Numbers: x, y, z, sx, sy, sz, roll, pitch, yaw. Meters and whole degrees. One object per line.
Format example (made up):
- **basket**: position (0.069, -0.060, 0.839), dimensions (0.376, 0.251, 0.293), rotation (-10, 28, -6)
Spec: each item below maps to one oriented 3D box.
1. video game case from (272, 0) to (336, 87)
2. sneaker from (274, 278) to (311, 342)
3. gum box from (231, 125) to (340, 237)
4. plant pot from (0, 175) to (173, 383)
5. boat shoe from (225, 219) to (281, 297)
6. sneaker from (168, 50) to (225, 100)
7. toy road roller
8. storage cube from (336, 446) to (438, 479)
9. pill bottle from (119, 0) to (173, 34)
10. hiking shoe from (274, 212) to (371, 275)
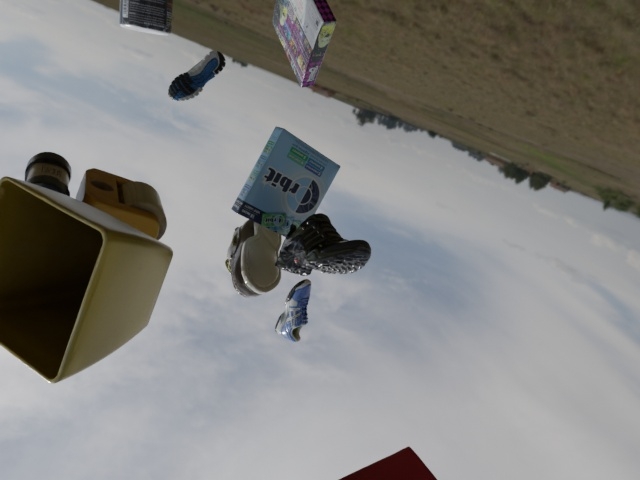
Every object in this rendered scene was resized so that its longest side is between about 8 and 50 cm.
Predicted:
- **video game case**: position (-0.047, -0.534, 1.200), dimensions (0.041, 0.210, 0.232), rotation (-14, -111, -23)
- **sneaker**: position (-0.064, 0.212, 1.487), dimensions (0.081, 0.211, 0.080), rotation (34, -153, 30)
- **gum box**: position (-0.066, -0.108, 0.989), dimensions (0.157, 0.184, 0.041), rotation (27, -178, -36)
- **plant pot**: position (-0.350, 0.051, 0.732), dimensions (0.212, 0.212, 0.187), rotation (25, -173, 21)
- **boat shoe**: position (-0.156, 0.036, 1.104), dimensions (0.117, 0.096, 0.324), rotation (52, -165, -24)
- **sneaker**: position (-0.351, -0.455, 1.390), dimensions (0.071, 0.190, 0.083), rotation (54, 164, -24)
- **toy road roller**: position (-0.546, -0.035, 1.132), dimensions (0.329, 0.241, 0.202), rotation (15, -159, -32)
- **storage cube**: position (0.112, 0.502, 0.817), dimensions (0.193, 0.184, 0.215), rotation (-7, -143, -34)
- **pill bottle**: position (-0.440, -0.663, 1.255), dimensions (0.130, 0.246, 0.130), rotation (8, -164, -2)
- **hiking shoe**: position (0.000, 0.000, 0.888), dimensions (0.086, 0.114, 0.226), rotation (19, 163, -41)
